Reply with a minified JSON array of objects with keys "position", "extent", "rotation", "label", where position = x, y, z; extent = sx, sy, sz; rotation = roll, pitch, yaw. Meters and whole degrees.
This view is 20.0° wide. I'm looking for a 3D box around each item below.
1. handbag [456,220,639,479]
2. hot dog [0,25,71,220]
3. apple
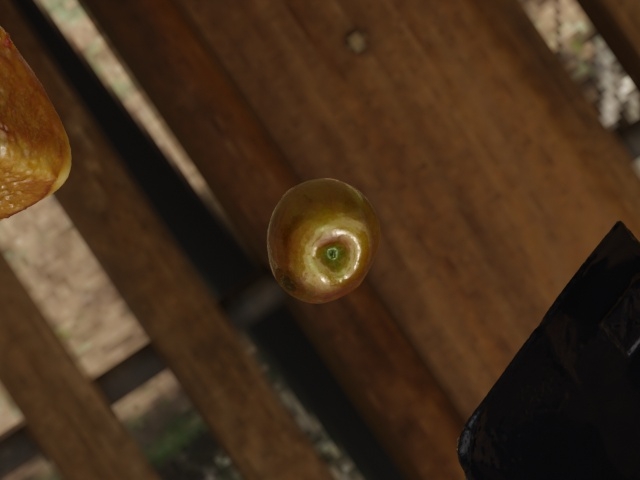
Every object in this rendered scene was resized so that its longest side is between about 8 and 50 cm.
[{"position":[0.286,0.185,1.559],"extent":[0.122,0.303,0.329],"rotation":[4,130,-33],"label":"handbag"},{"position":[-0.325,-0.116,1.491],"extent":[0.150,0.153,0.256],"rotation":[-28,154,22],"label":"hot dog"},{"position":[0.000,0.000,1.642],"extent":[0.114,0.099,0.102],"rotation":[-61,-167,2],"label":"apple"}]
